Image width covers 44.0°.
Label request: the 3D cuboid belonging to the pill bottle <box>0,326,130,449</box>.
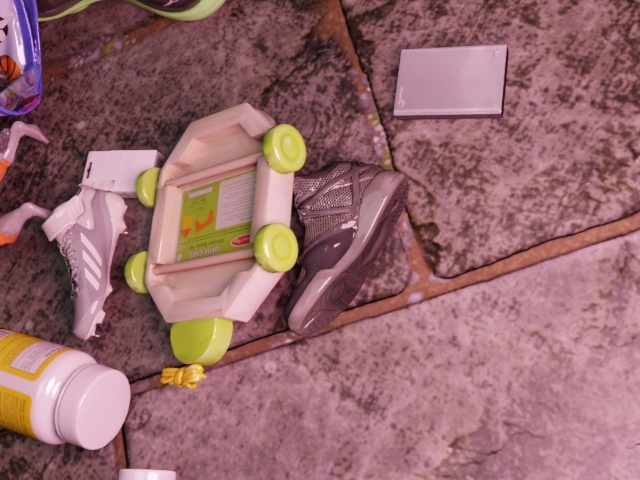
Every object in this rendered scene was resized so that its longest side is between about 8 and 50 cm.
[{"bbox_3d":[-0.353,0.186,0.996,0.208,0.119,0.119,12,76,23],"label":"pill bottle"}]

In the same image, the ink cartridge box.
[{"bbox_3d":[-0.278,-0.094,1.116,0.115,0.029,0.063,2,73,22],"label":"ink cartridge box"}]

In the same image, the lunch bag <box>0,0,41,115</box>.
[{"bbox_3d":[-0.592,-0.343,1.115,0.328,0.385,0.239,6,44,36],"label":"lunch bag"}]

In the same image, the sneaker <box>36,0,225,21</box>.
[{"bbox_3d":[-0.357,-0.440,1.167,0.483,0.202,0.185,5,73,21],"label":"sneaker"}]

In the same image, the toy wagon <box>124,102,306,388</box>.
[{"bbox_3d":[-0.134,0.008,0.965,0.267,0.068,0.344,-11,69,41],"label":"toy wagon"}]

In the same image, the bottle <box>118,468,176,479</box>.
[{"bbox_3d":[-0.207,0.402,0.882,0.118,0.092,0.283,-5,70,18],"label":"bottle"}]

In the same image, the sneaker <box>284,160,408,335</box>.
[{"bbox_3d":[0.000,0.000,0.952,0.130,0.087,0.227,23,78,27],"label":"sneaker"}]

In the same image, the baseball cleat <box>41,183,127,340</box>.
[{"bbox_3d":[-0.323,0.025,1.048,0.072,0.109,0.206,-28,49,52],"label":"baseball cleat"}]

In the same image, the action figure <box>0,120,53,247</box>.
[{"bbox_3d":[-0.556,-0.074,1.135,0.330,0.178,0.341,-24,67,0],"label":"action figure"}]

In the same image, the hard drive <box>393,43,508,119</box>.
[{"bbox_3d":[0.163,-0.197,0.994,0.135,0.022,0.094,2,73,21],"label":"hard drive"}]
